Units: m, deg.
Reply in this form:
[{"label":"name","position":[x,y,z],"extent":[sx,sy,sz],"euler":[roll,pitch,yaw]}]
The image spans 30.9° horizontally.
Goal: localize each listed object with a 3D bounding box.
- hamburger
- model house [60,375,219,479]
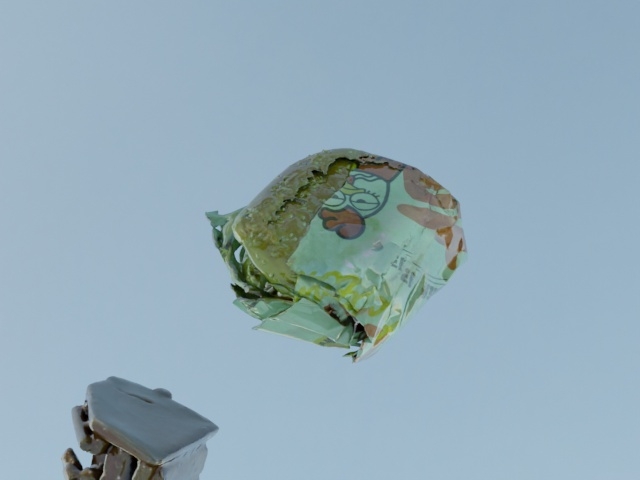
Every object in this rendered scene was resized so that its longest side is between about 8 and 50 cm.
[{"label":"hamburger","position":[-0.003,0.000,1.049],"extent":[0.235,0.214,0.125],"euler":[34,-47,27]},{"label":"model house","position":[-0.238,0.308,1.415],"extent":[0.200,0.220,0.229],"euler":[17,-84,27]}]
